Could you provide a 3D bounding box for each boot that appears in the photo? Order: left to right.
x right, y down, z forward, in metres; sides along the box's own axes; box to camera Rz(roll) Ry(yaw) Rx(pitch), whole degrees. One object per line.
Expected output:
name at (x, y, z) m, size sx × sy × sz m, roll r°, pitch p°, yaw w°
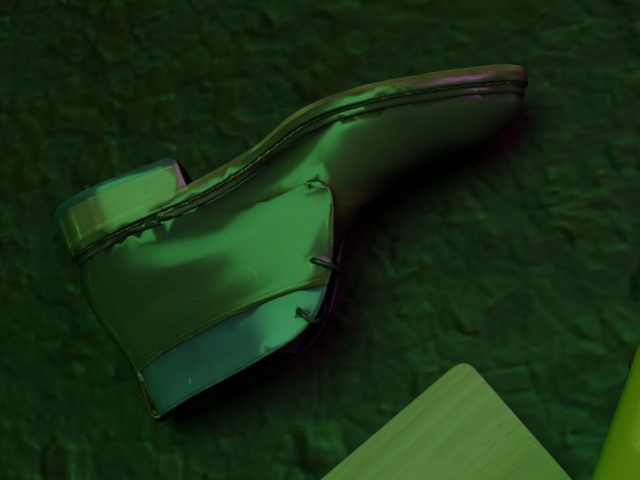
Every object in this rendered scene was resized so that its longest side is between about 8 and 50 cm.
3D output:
boot at (0.000, 0.000, 0.697) m, size 0.219 × 0.082 × 0.106 m, roll -20°, pitch 81°, yaw 9°

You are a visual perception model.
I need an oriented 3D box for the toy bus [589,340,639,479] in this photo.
toy bus at (0.167, 0.018, 0.529) m, size 0.191 × 0.104 × 0.202 m, roll -44°, pitch 36°, yaw 27°

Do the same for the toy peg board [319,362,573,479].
toy peg board at (0.048, 0.160, 0.590) m, size 0.161 × 0.079 × 0.160 m, roll -40°, pitch 41°, yaw 0°
